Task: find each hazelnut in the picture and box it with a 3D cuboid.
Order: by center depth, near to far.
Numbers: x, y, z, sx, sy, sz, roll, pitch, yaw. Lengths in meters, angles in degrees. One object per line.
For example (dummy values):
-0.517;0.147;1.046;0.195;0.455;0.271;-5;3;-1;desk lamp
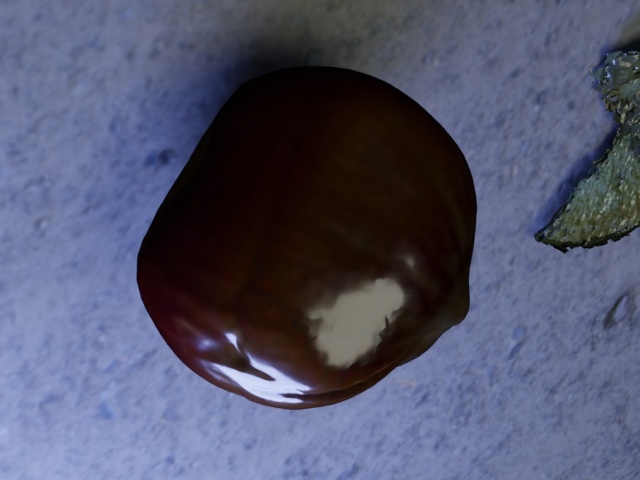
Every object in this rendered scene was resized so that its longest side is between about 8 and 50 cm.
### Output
0.000;0.000;0.854;0.229;0.229;0.229;-21;133;-25;hazelnut

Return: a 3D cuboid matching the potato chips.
0.280;-0.085;1.160;0.202;0.029;0.220;-17;134;-29;potato chips
